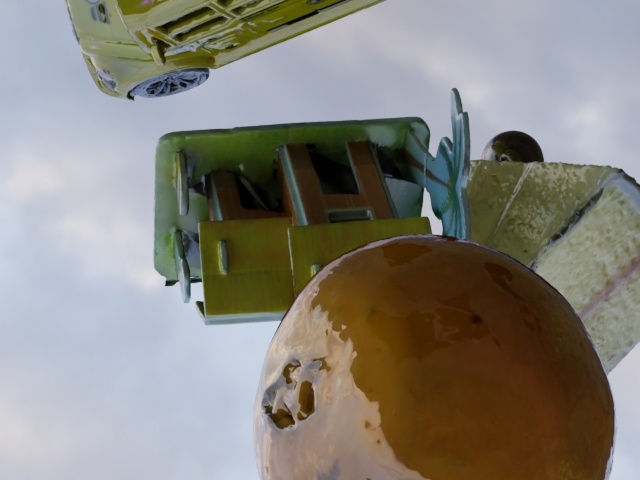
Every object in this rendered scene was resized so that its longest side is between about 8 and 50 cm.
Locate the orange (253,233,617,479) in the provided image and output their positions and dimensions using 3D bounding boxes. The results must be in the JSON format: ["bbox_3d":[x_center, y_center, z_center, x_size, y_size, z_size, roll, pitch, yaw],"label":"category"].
[{"bbox_3d":[0.091,0.148,1.492,0.312,0.312,0.312,27,-148,-19],"label":"orange"}]

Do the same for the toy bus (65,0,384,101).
[{"bbox_3d":[-0.044,-0.215,1.238,0.151,0.331,0.145,8,-116,-68],"label":"toy bus"}]

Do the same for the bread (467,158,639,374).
[{"bbox_3d":[0.257,0.124,2.086,0.242,0.405,0.346,15,178,35],"label":"bread"}]

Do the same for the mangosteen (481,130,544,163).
[{"bbox_3d":[0.240,-0.097,2.256,0.081,0.081,0.081,27,-148,-19],"label":"mangosteen"}]

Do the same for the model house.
[{"bbox_3d":[0.000,0.000,1.837,0.300,0.340,0.323,-4,-139,-11],"label":"model house"}]
